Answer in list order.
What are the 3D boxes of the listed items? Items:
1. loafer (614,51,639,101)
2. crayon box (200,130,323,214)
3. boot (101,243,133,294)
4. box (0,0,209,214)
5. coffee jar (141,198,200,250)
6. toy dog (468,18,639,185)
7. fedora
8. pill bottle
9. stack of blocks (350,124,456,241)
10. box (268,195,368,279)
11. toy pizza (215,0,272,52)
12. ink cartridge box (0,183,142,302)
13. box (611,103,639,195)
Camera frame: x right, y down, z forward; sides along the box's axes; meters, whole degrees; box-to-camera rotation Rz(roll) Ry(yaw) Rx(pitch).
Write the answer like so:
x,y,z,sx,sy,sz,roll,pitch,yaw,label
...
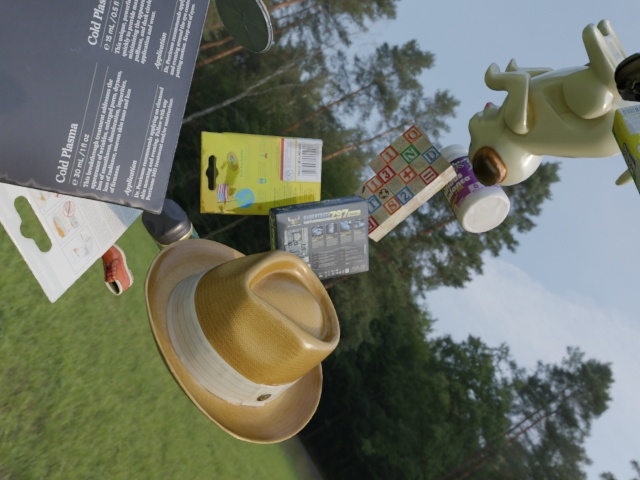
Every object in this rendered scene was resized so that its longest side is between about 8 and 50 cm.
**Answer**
x,y,z,sx,sy,sz,roll,pitch,yaw,label
0.586,-0.279,0.987,0.302,0.109,0.095,20,76,-82,loafer
-0.155,-0.166,1.450,0.081,0.319,0.202,10,-81,63,crayon box
-0.582,0.076,1.602,0.084,0.059,0.157,-72,144,-65,boot
-0.332,-0.233,0.684,0.179,0.313,0.342,16,-87,45,box
-0.288,-0.001,1.154,0.096,0.079,0.184,43,-18,28,coffee jar
0.551,-0.285,1.395,0.408,0.284,0.395,-25,-76,39,toy dog
-0.043,0.062,0.456,0.194,0.079,0.194,42,27,-27,fedora
0.484,-0.182,1.886,0.169,0.170,0.301,74,-1,-46,pill bottle
0.210,-0.160,1.623,0.171,0.297,0.087,53,10,24,stack of blocks
0.000,0.000,1.354,0.059,0.233,0.183,-141,-136,-60,box
-0.187,-0.565,1.429,0.201,0.032,0.201,37,-26,21,toy pizza
-0.472,-0.124,1.086,0.091,0.385,0.308,8,-48,21,ink cartridge box
0.406,-0.082,0.634,0.043,0.105,0.179,64,21,-51,box
